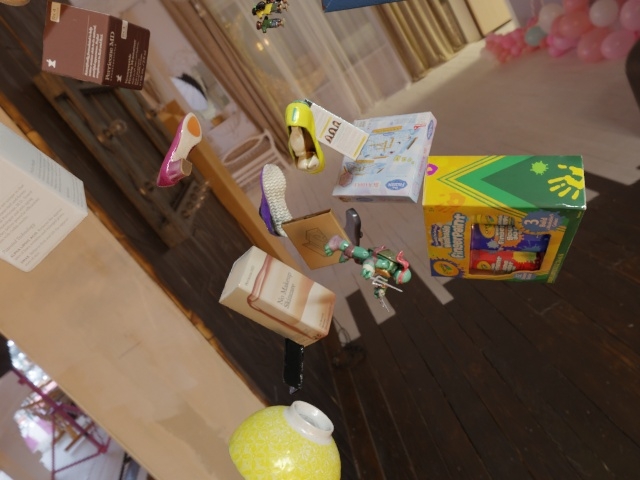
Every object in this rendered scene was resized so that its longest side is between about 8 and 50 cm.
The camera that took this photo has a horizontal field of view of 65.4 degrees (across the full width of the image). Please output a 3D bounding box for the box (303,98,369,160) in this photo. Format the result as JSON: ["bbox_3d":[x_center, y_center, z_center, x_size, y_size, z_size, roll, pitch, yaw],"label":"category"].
[{"bbox_3d":[0.035,-0.366,1.656,0.100,0.244,0.060,-60,0,13],"label":"box"}]

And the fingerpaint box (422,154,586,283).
[{"bbox_3d":[0.487,-0.040,1.390,0.371,0.445,0.163,3,63,16],"label":"fingerpaint box"}]

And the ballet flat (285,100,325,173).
[{"bbox_3d":[-0.039,-0.204,1.109,0.077,0.231,0.077,0,58,10],"label":"ballet flat"}]

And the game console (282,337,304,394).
[{"bbox_3d":[-0.084,0.338,1.334,0.107,0.071,0.122,131,147,-52],"label":"game console"}]

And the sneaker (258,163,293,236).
[{"bbox_3d":[-0.201,-0.152,1.979,0.102,0.293,0.146,-13,3,-35],"label":"sneaker"}]

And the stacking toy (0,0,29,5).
[{"bbox_3d":[-0.628,-0.672,1.049,0.330,0.141,0.141,-42,15,28],"label":"stacking toy"}]

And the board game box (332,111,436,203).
[{"bbox_3d":[0.223,-0.287,1.758,0.319,0.066,0.318,5,72,40],"label":"board game box"}]

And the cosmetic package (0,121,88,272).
[{"bbox_3d":[-0.528,-0.076,0.852,0.151,0.184,0.151,-44,39,2],"label":"cosmetic package"}]

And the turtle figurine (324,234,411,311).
[{"bbox_3d":[0.127,0.066,1.164,0.234,0.175,0.118,30,72,36],"label":"turtle figurine"}]

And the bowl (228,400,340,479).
[{"bbox_3d":[-0.056,0.483,1.190,0.156,0.289,0.289,-58,20,3],"label":"bowl"}]

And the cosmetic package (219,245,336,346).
[{"bbox_3d":[-0.116,0.164,1.424,0.129,0.296,0.153,-38,29,45],"label":"cosmetic package"}]

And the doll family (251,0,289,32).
[{"bbox_3d":[-0.164,-0.741,1.567,0.111,0.076,0.193,0,59,17],"label":"doll family"}]

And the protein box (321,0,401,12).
[{"bbox_3d":[0.103,-0.524,0.926,0.200,0.136,0.201,-3,33,11],"label":"protein box"}]

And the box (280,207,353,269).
[{"bbox_3d":[0.000,0.000,1.488,0.164,0.201,0.021,-15,40,22],"label":"box"}]

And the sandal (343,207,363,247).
[{"bbox_3d":[0.134,-0.039,1.896,0.054,0.097,0.254,-27,-22,-14],"label":"sandal"}]

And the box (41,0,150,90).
[{"bbox_3d":[-0.574,-0.494,1.289,0.167,0.168,0.203,15,15,6],"label":"box"}]

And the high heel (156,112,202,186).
[{"bbox_3d":[-0.421,-0.268,1.468,0.117,0.082,0.244,-17,60,28],"label":"high heel"}]
